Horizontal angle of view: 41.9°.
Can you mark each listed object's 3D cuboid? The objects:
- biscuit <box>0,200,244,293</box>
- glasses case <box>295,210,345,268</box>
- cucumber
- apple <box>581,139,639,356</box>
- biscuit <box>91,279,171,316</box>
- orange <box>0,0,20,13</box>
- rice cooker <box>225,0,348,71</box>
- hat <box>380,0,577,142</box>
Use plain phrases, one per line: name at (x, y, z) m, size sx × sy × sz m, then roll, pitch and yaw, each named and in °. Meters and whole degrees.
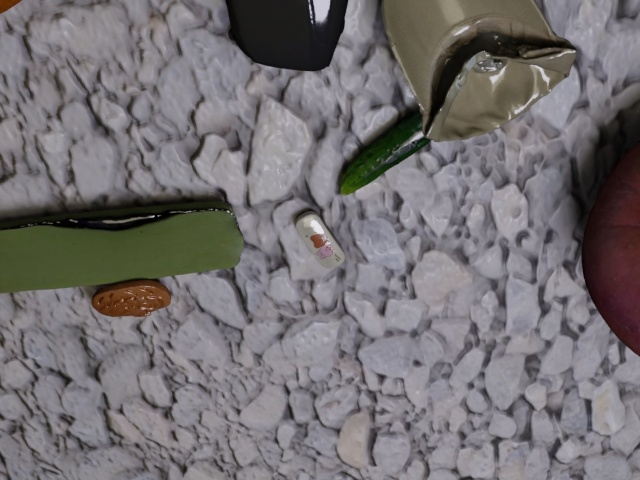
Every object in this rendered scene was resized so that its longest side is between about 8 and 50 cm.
biscuit at (-0.249, 0.006, 0.945) m, size 0.323 × 0.038 × 0.099 m, roll -7°, pitch 127°, yaw -4°
glasses case at (0.000, 0.000, 0.985) m, size 0.032 × 0.021 × 0.083 m, roll -29°, pitch 122°, yaw 9°
cucumber at (0.084, -0.104, 0.921) m, size 0.168 × 0.039 × 0.039 m, roll -36°, pitch 121°, yaw 17°
apple at (0.440, 0.005, 0.903) m, size 0.235 × 0.305 × 0.305 m, roll 17°, pitch 122°, yaw -46°
biscuit at (-0.221, 0.073, 0.988) m, size 0.091 × 0.015 × 0.078 m, roll -13°, pitch 148°, yaw 7°
orange at (-0.318, -0.299, 0.621) m, size 0.284 × 0.226 × 0.283 m, roll -3°, pitch 126°, yaw -5°
rice cooker at (-0.030, -0.251, 0.750) m, size 0.119 × 0.142 × 0.203 m, roll -1°, pitch 125°, yaw 5°
hat at (0.151, -0.207, 0.859) m, size 0.166 × 0.144 × 0.173 m, roll -27°, pitch 79°, yaw 10°
